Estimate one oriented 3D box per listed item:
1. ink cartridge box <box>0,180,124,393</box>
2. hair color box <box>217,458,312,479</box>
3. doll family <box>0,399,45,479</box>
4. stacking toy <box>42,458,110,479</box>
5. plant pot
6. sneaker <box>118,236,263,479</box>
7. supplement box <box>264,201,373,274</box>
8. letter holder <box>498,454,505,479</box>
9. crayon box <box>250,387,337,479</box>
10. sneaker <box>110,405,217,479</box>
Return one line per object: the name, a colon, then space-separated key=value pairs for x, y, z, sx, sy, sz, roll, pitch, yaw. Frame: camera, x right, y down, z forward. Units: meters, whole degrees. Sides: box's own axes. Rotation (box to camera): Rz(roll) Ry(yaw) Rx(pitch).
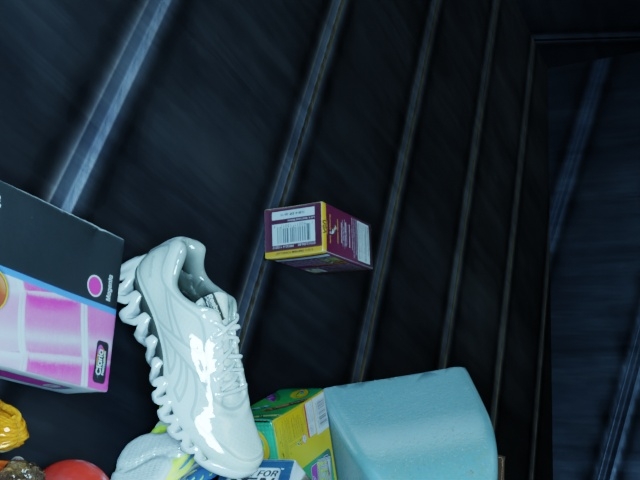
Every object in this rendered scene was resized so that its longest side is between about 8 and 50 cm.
ink cartridge box: x=-0.329 y=0.028 z=0.886 sx=0.371 sy=0.069 sz=0.176 roll=31 pitch=57 yaw=-55
hair color box: x=-0.076 y=0.445 z=1.078 sx=0.174 sy=0.105 sz=0.347 roll=59 pitch=35 yaw=-41
doll family: x=-0.327 y=0.174 z=0.733 sx=0.263 sy=0.163 sz=0.118 roll=-13 pitch=95 yaw=-64
stacking toy: x=-0.291 y=0.282 z=0.836 sx=0.330 sy=0.141 sz=0.141 roll=-29 pitch=110 yaw=-67
plant pot: x=0.149 y=0.371 z=1.410 sx=0.252 sy=0.247 sz=0.248 roll=-124 pitch=-152 yaw=-65
sneaker: x=-0.135 y=0.131 z=1.078 sx=0.110 sy=0.118 sz=0.292 roll=-4 pitch=64 yaw=-62
supplement box: x=0.000 y=0.000 z=1.507 sx=0.188 sy=0.104 sz=0.081 roll=21 pitch=65 yaw=-62
letter holder: x=0.232 y=0.569 z=1.832 sx=0.152 sy=0.214 sz=0.302 roll=103 pitch=-6 yaw=-63
crayon box: x=-0.044 y=0.369 z=1.358 sx=0.165 sy=0.081 sz=0.278 roll=-16 pitch=99 yaw=-63
sneaker: x=-0.162 y=0.266 z=1.134 sx=0.240 sy=0.091 sz=0.126 roll=-59 pitch=136 yaw=-52
